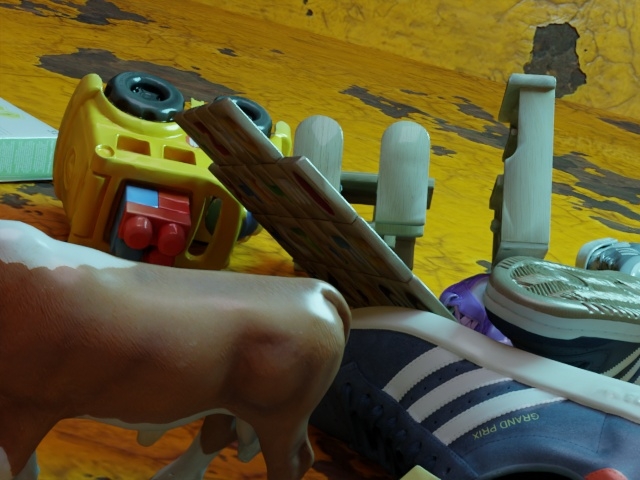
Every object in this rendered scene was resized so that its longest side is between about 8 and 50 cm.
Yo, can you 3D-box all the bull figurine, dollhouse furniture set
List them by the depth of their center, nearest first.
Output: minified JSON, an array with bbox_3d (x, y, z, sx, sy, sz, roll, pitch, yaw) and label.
[{"bbox_3d":[-0.132,0.077,0.873,0.310,0.188,0.101,9,17,-18],"label":"bull figurine"},{"bbox_3d":[0.088,-0.065,1.353,0.242,0.161,0.212,4,-14,2],"label":"dollhouse furniture set"}]

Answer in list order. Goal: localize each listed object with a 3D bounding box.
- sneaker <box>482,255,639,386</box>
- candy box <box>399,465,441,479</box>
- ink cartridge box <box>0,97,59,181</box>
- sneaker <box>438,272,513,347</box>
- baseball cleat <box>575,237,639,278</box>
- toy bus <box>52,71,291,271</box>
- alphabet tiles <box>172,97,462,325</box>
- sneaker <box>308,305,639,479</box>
[{"bbox_3d":[0.184,0.101,1.080,0.099,0.153,0.282,31,13,31],"label":"sneaker"},{"bbox_3d":[0.021,0.200,0.676,0.186,0.053,0.109,-36,43,-24],"label":"candy box"},{"bbox_3d":[-0.319,-0.112,1.573,0.235,0.056,0.171,-5,24,-42],"label":"ink cartridge box"},{"bbox_3d":[0.147,0.078,1.283,0.104,0.095,0.236,11,10,8],"label":"sneaker"},{"bbox_3d":[0.325,0.041,1.603,0.109,0.072,0.206,6,8,23],"label":"baseball cleat"},{"bbox_3d":[-0.131,-0.039,1.362,0.220,0.149,0.211,11,30,-19],"label":"toy bus"},{"bbox_3d":[0.000,0.000,1.156,0.285,0.011,0.342,47,-9,-12],"label":"alphabet tiles"},{"bbox_3d":[0.088,0.148,0.964,0.350,0.131,0.148,10,44,40],"label":"sneaker"}]
